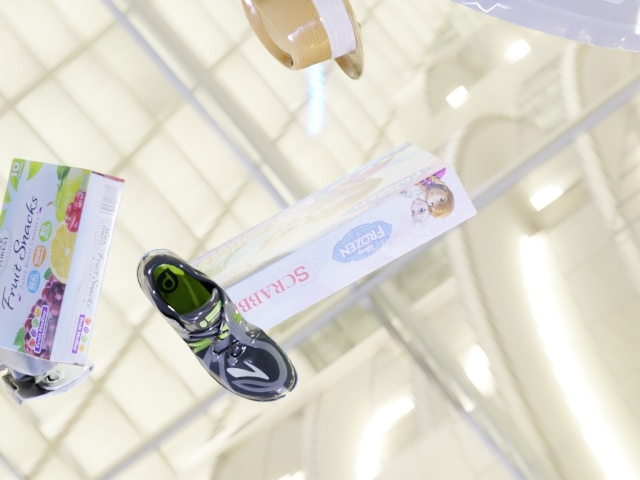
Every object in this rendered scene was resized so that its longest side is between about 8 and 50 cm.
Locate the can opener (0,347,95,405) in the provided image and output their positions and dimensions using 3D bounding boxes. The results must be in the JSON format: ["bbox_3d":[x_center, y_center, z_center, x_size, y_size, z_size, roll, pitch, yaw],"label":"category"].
[{"bbox_3d":[-0.307,0.071,1.695,0.283,0.076,0.095,34,144,51],"label":"can opener"}]

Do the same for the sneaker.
[{"bbox_3d":[-0.100,0.081,1.629,0.188,0.067,0.078,45,176,0],"label":"sneaker"}]

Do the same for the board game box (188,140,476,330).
[{"bbox_3d":[0.000,0.000,2.010,0.066,0.318,0.318,61,178,-10],"label":"board game box"}]

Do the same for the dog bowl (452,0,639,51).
[{"bbox_3d":[0.113,-0.253,1.209,0.348,0.102,0.349,20,-157,-9],"label":"dog bowl"}]

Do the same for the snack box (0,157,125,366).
[{"bbox_3d":[-0.202,0.015,1.304,0.037,0.100,0.141,15,-94,-44],"label":"snack box"}]

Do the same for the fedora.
[{"bbox_3d":[-0.028,-0.237,1.794,0.194,0.079,0.194,57,169,18],"label":"fedora"}]
